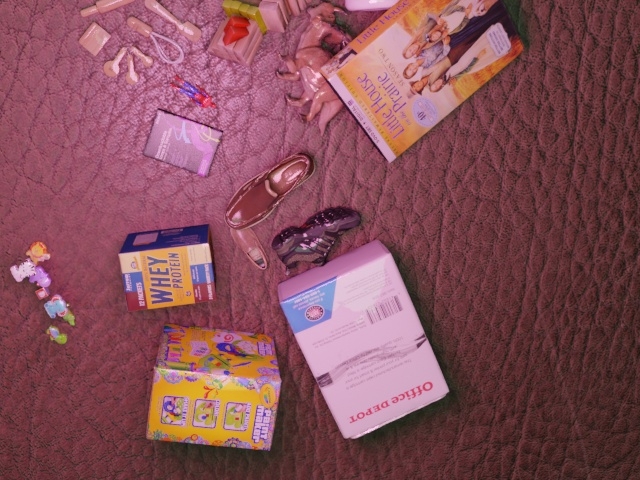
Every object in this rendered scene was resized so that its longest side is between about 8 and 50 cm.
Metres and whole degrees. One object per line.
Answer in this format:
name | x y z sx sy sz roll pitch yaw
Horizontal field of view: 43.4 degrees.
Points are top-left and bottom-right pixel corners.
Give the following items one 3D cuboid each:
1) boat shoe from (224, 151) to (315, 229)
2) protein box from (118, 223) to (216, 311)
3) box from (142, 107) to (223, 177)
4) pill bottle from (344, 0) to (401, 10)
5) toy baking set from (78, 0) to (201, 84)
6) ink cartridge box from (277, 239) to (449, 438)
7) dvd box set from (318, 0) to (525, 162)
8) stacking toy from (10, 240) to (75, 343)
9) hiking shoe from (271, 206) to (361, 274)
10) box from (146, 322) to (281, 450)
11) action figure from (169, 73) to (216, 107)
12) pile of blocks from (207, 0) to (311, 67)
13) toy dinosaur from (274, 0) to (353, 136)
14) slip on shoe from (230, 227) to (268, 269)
boat shoe | -0.125 -0.122 1.887 0.257 0.095 0.095 -42 91 1
protein box | -0.346 0.058 1.854 0.200 0.201 0.135 -7 105 -6
box | -0.321 -0.227 1.877 0.162 0.029 0.116 18 101 -10
pill bottle | 0.120 -0.645 1.771 0.146 0.146 0.264 -5 105 -6
toy baking set | -0.410 -0.468 1.810 0.256 0.030 0.196 -26 108 0
ink cartridge box | 0.102 0.241 1.974 0.286 0.166 0.394 -24 104 -1
dvd box set | 0.238 -0.411 1.822 0.420 0.062 0.307 -40 133 3
stacking toy | -0.624 0.119 1.851 0.052 0.167 0.221 -25 105 -1
hiking shoe | 0.000 0.000 1.957 0.227 0.086 0.114 -22 119 4
box | -0.249 0.334 1.888 0.279 0.290 0.177 7 102 -8
action figure | -0.290 -0.339 1.854 0.115 0.030 0.038 33 103 -18
pile of blocks | -0.110 -0.541 1.755 0.362 0.112 0.149 -42 69 -6
toy dinosaur | 0.010 -0.384 1.839 0.200 0.127 0.295 -24 111 -8
slip on shoe | -0.171 0.015 1.949 0.051 0.041 0.135 -29 105 0
